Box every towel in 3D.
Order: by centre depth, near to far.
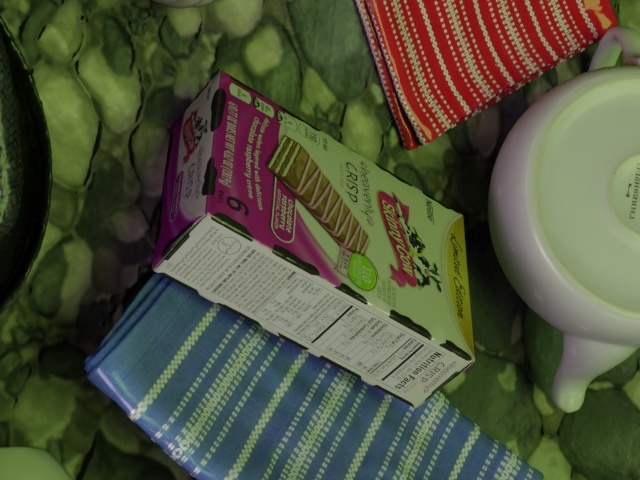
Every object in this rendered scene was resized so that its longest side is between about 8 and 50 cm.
[{"bbox_3d":[0.011,0.130,1.026,0.336,0.040,0.243,41,33,-5],"label":"towel"},{"bbox_3d":[0.144,-0.219,1.267,0.275,0.031,0.199,-32,112,-33],"label":"towel"}]

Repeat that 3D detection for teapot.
[{"bbox_3d":[0.250,-0.026,1.277,0.256,0.187,0.252,-37,88,-13],"label":"teapot"}]

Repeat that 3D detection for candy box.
[{"bbox_3d":[0.000,0.000,1.060,0.233,0.071,0.159,30,37,-25],"label":"candy box"}]

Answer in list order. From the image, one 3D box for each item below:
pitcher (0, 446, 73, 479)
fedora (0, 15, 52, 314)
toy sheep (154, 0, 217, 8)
[{"bbox_3d":[-0.181,0.231,0.913,0.125,0.177,0.207,6,62,-41],"label":"pitcher"},{"bbox_3d":[-0.271,-0.080,0.826,0.334,0.152,0.334,7,78,-36],"label":"fedora"},{"bbox_3d":[-0.096,-0.207,1.039,0.132,0.091,0.091,-5,96,-44],"label":"toy sheep"}]
